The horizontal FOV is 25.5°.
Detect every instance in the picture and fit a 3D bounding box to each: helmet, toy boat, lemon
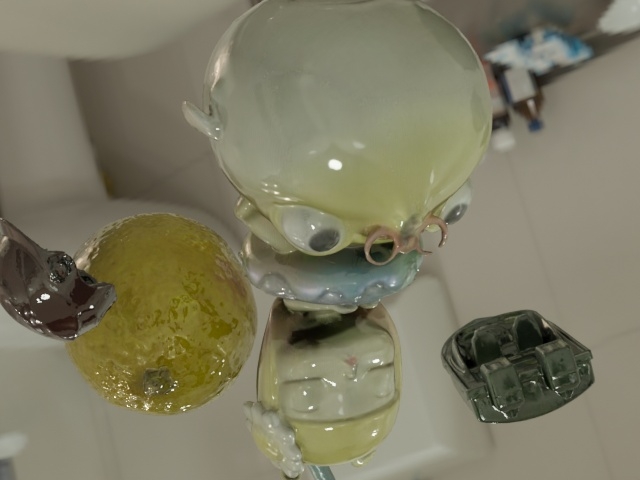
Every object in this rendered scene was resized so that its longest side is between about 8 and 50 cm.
[{"bbox_3d":[-0.236,0.041,1.201,0.123,0.070,0.098,33,170,-30],"label":"helmet"},{"bbox_3d":[0.210,0.128,1.628,0.141,0.092,0.319,-18,-172,-2],"label":"toy boat"},{"bbox_3d":[-0.199,0.090,1.747,0.267,0.267,0.267,-14,164,-4],"label":"lemon"}]

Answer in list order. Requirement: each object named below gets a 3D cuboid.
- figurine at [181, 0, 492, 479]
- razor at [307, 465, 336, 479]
[{"bbox_3d":[0.000,0.000,1.058,0.227,0.394,0.274,-11,-153,-21],"label":"figurine"},{"bbox_3d":[-0.008,0.290,1.843,0.106,0.232,0.068,-15,-160,35],"label":"razor"}]
